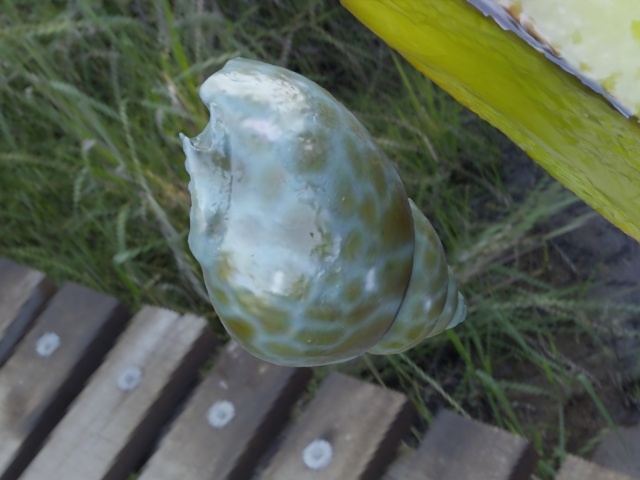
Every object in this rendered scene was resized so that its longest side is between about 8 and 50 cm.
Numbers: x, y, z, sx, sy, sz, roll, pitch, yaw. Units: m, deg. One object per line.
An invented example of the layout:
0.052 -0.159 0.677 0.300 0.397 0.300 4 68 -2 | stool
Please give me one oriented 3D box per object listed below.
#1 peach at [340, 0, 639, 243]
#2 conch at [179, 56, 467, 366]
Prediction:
0.098 -0.099 0.434 0.267 0.154 0.159 35 81 5 | peach
-0.003 -0.002 0.605 0.106 0.173 0.116 -7 29 15 | conch
